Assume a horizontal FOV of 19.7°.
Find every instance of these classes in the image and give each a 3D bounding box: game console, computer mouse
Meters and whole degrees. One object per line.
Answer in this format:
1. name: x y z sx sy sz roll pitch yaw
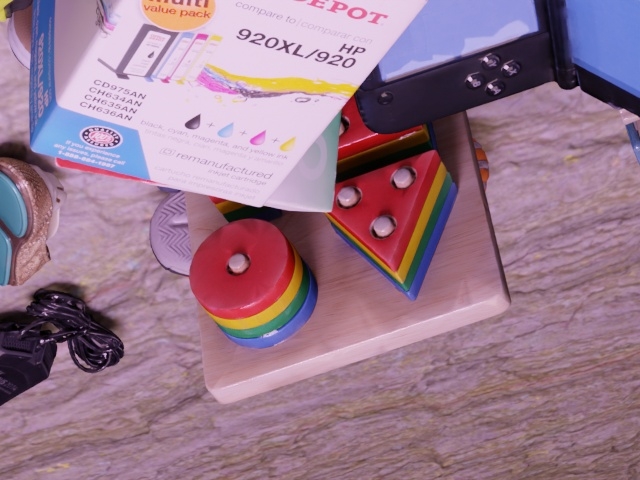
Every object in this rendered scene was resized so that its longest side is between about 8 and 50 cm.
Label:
1. game console: 0.142 -0.160 1.270 0.250 0.173 0.293 -19 139 -1
2. computer mouse: -0.351 0.128 1.906 0.272 0.072 0.188 -29 154 3

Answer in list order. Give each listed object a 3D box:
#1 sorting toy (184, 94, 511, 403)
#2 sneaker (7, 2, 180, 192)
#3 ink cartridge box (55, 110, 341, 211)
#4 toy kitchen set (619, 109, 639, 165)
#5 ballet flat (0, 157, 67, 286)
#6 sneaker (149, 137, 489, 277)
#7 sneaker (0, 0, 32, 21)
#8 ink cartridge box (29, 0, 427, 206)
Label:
1. sorting toy: 0.002 -0.027 1.518 0.257 0.255 0.089 -19 141 12
2. sneaker: -0.139 -0.112 1.417 0.282 0.099 0.153 3 151 -41
3. ink cartridge box: -0.076 -0.123 1.320 0.056 0.181 0.224 1 174 44
4. toy kitchen set: 0.205 -0.140 1.578 0.166 0.122 0.207 -19 137 13
5. ballet flat: -0.258 -0.028 1.610 0.067 0.073 0.206 -35 169 -25
6. sneaker: 0.000 0.000 1.725 0.321 0.125 0.180 -10 156 -9
7. sneaker: -0.268 -0.196 0.961 0.145 0.147 0.384 -36 170 18
8. ink cartridge box: -0.063 -0.165 1.153 0.171 0.168 0.233 14 142 -24
